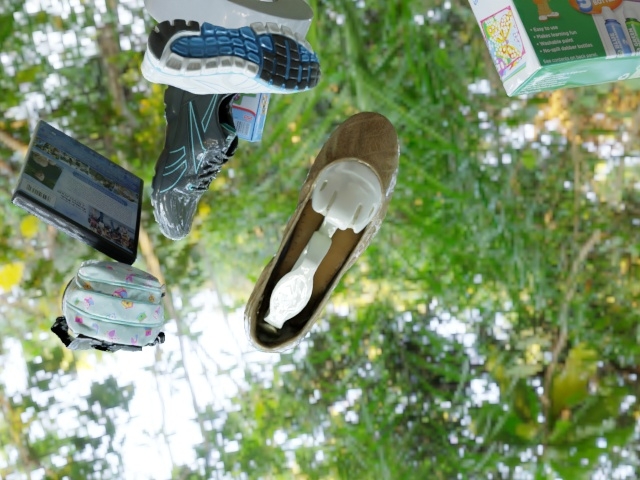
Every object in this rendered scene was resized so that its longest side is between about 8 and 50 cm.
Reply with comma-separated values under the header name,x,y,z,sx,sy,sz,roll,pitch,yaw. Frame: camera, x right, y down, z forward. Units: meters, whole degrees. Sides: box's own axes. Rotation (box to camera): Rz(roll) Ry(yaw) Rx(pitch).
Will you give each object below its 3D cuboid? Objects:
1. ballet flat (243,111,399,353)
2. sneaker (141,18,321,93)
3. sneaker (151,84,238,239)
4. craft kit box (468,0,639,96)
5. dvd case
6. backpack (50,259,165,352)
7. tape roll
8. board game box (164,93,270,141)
name,x,y,z,sx,sy,sz,roll,pitch,yaw
ballet flat,0.000,0.000,1.413,0.116,0.342,0.124,31,-170,-3
sneaker,-0.094,-0.180,1.156,0.190,0.071,0.083,5,163,-24
sneaker,-0.184,-0.126,1.674,0.106,0.267,0.101,12,-165,11
craft kit box,0.231,-0.260,1.008,0.250,0.061,0.247,-12,-110,-29
dvd case,-0.331,-0.070,1.577,0.180,0.022,0.253,32,-160,-20
backpack,-0.266,0.084,1.443,0.152,0.115,0.182,6,-179,-11
tape roll,-0.122,-0.311,1.510,0.219,0.072,0.219,20,-157,-9
board game box,-0.147,-0.276,1.757,0.160,0.211,0.039,17,-167,20
